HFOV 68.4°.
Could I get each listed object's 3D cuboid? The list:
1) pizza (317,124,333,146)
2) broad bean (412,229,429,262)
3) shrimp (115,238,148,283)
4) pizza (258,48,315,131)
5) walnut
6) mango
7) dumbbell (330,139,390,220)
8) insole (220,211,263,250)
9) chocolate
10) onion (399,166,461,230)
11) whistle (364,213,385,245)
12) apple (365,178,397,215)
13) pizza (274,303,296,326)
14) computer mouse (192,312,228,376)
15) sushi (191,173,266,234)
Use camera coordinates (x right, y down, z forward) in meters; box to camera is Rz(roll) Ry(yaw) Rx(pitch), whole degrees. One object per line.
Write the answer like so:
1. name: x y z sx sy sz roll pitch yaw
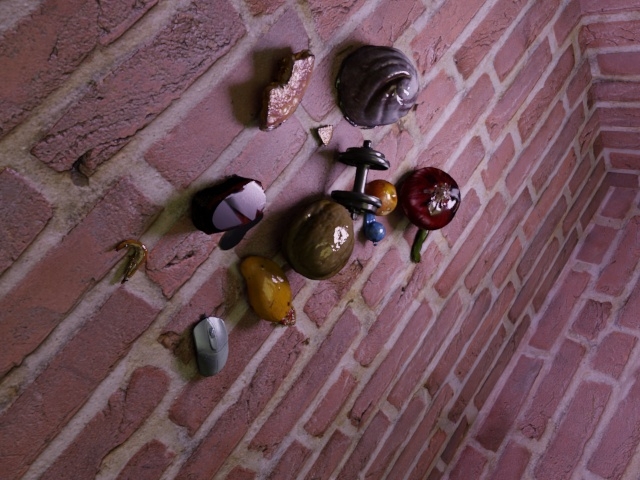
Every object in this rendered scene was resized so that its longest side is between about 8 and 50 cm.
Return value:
1. pizza: 0.011 -0.377 1.645 0.078 0.025 0.084 23 85 -47
2. broad bean: 0.452 0.011 2.127 0.061 0.046 0.196 -4 111 -52
3. shrimp: -0.535 0.058 1.305 0.091 0.025 0.127 31 78 -42
4. pizza: -0.113 -0.477 1.469 0.306 0.085 0.161 -59 153 -8
5. walnut: 0.000 0.000 1.614 0.282 0.227 0.284 -2 94 -34
6. mango: -0.178 0.163 1.588 0.157 0.108 0.262 -36 122 -23
7. dumbbell: 0.142 -0.216 1.682 0.191 0.192 0.291 11 90 -42
8. insole: -0.255 -0.038 1.531 0.188 0.004 0.064 -44 127 -22
9. chocolate: 0.234 -0.539 1.666 0.303 0.212 0.304 -13 110 -39
10. onion: 0.450 -0.166 1.992 0.272 0.285 0.274 4 74 -13
11. whistle: 0.219 -0.052 1.882 0.090 0.090 0.158 -15 113 -37
12. apple: 0.231 -0.168 1.816 0.146 0.146 0.147 -13 111 -37
13. pizza: -0.115 0.285 1.732 0.100 0.029 0.099 -55 131 -14
14. computer mouse: -0.351 0.344 1.520 0.113 0.068 0.229 -17 113 -38
15. sushi: -0.278 -0.105 1.418 0.225 0.126 0.137 -37 123 -34
